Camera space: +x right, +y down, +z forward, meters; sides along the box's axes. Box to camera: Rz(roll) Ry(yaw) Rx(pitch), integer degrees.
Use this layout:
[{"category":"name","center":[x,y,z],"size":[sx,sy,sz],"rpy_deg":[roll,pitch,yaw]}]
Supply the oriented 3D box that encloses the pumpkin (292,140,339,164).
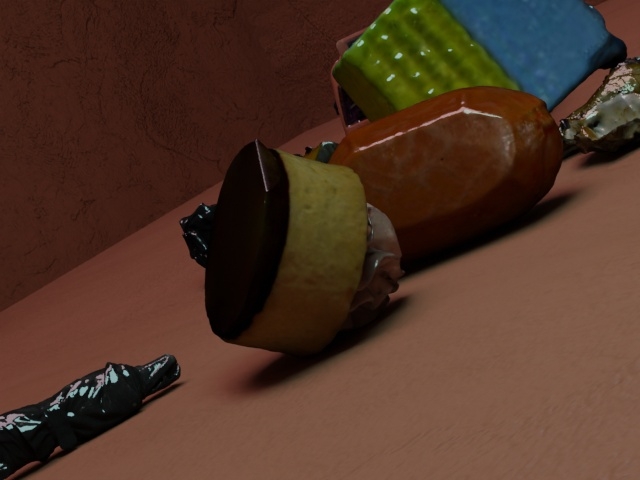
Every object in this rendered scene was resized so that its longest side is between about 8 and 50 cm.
[{"category":"pumpkin","center":[0.000,0.000,1.914],"size":[0.169,0.148,0.312],"rpy_deg":[19,-17,-22]}]

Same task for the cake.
[{"category":"cake","center":[-0.002,0.017,1.533],"size":[0.178,0.185,0.208],"rpy_deg":[9,-24,-15]}]

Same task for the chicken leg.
[{"category":"chicken leg","center":[0.321,-0.143,1.923],"size":[0.178,0.070,0.093],"rpy_deg":[-36,6,6]}]

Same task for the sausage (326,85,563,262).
[{"category":"sausage","center":[0.123,-0.068,1.693],"size":[0.268,0.153,0.141],"rpy_deg":[-22,-2,23]}]

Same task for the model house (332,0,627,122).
[{"category":"model house","center":[0.178,-0.203,1.989],"size":[0.303,0.237,0.215],"rpy_deg":[-43,0,-22]}]

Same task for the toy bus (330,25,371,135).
[{"category":"toy bus","center":[0.171,-0.223,2.322],"size":[0.203,0.233,0.427],"rpy_deg":[-23,7,24]}]

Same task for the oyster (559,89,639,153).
[{"category":"oyster","center":[0.314,-0.122,1.809],"size":[0.103,0.051,0.148],"rpy_deg":[-24,22,-7]}]

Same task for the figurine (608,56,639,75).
[{"category":"figurine","center":[0.422,-0.220,2.179],"size":[0.060,0.047,0.106],"rpy_deg":[21,25,28]}]

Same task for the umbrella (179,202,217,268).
[{"category":"umbrella","center":[-0.072,-0.039,2.399],"size":[0.272,0.122,0.110],"rpy_deg":[-25,50,-24]}]

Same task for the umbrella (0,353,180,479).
[{"category":"umbrella","center":[-0.246,0.170,1.663],"size":[0.235,0.066,0.059],"rpy_deg":[-27,1,-25]}]
